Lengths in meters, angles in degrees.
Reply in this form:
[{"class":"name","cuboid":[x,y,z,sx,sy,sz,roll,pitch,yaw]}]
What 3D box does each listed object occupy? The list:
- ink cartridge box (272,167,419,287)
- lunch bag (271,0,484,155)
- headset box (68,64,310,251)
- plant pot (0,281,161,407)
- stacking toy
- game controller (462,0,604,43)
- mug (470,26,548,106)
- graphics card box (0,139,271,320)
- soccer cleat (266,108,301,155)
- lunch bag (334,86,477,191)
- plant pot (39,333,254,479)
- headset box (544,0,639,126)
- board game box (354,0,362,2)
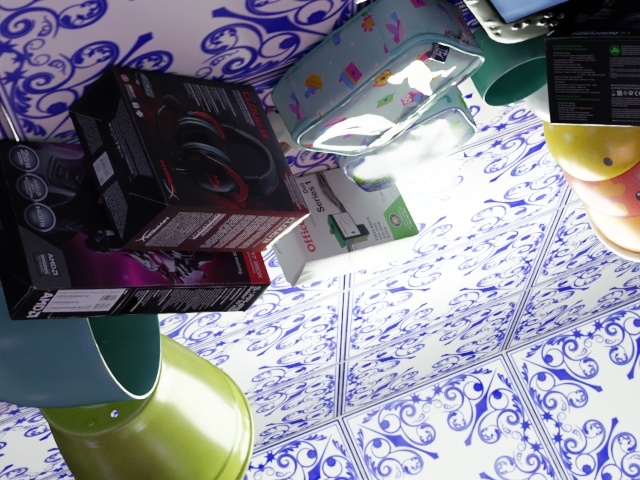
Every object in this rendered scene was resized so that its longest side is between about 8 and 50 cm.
[{"class":"ink cartridge box","cuboid":[0.028,-0.031,2.283,0.219,0.160,0.092,-15,156,-25]},{"class":"lunch bag","cuboid":[0.091,-0.231,1.941,0.279,0.108,0.224,-35,156,28]},{"class":"headset box","cuboid":[-0.161,-0.102,1.827,0.293,0.218,0.110,3,147,-48]},{"class":"plant pot","cuboid":[-0.401,0.118,2.035,0.235,0.293,0.293,-15,161,12]},{"class":"stacking toy","cuboid":[0.486,-0.188,2.314,0.350,0.350,0.480,-36,138,29]},{"class":"game controller","cuboid":[0.259,-0.347,1.782,0.166,0.067,0.319,-26,154,16]},{"class":"mug","cuboid":[0.275,-0.269,2.061,0.129,0.097,0.158,-10,156,-34]},{"class":"graphics card box","cuboid":[-0.264,-0.015,1.871,0.371,0.233,0.094,0,149,-36]},{"class":"soccer cleat","cuboid":[-0.111,-0.118,2.041,0.196,0.076,0.068,-35,157,28]},{"class":"lunch bag","cuboid":[0.129,-0.171,2.153,0.219,0.090,0.176,-29,160,13]},{"class":"plant pot","cuboid":[-0.343,0.310,2.511,0.366,0.366,0.353,-24,148,1]},{"class":"headset box","cuboid":[0.486,-0.265,1.975,0.246,0.131,0.283,5,-156,28]},{"class":"board game box","cuboid":[0.147,-0.415,1.450,0.302,0.086,0.308,-23,159,-3]}]
